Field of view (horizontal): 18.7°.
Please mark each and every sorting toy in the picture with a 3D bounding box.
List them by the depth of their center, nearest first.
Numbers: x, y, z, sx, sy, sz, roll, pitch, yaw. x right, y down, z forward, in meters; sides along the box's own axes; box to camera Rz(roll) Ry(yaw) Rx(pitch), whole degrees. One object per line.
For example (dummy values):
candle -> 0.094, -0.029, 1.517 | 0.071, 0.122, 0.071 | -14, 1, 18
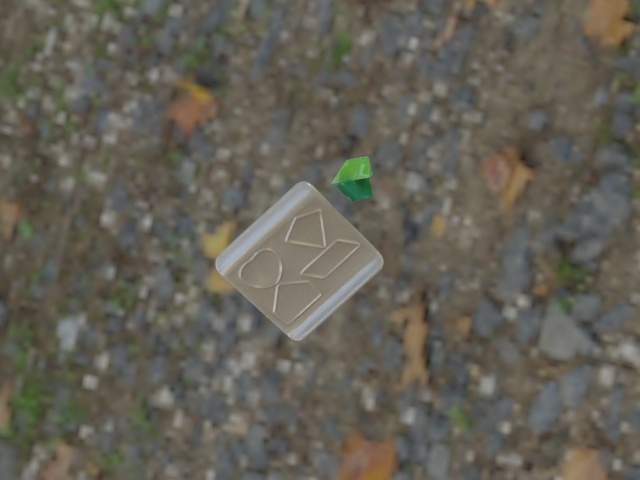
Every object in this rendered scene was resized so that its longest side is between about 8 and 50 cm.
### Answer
sorting toy -> 0.000, 0.000, 0.872 | 0.083, 0.062, 0.012 | -42, 33, 4
